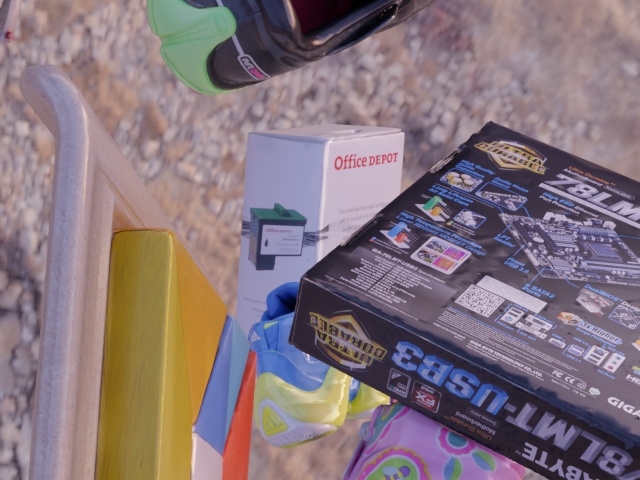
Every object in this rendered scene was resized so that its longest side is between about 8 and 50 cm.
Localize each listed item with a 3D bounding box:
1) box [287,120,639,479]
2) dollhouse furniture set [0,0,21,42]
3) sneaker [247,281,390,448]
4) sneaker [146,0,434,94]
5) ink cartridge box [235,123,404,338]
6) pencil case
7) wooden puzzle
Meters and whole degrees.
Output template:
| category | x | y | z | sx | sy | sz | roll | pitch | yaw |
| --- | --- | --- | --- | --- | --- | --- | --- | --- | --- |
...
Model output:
| category | x | y | z | sx | sy | sz | roll | pitch | yaw |
| --- | --- | --- | --- | --- | --- | --- | --- | --- | --- |
| box | 0.177 | 0.045 | 1.296 | 0.296 | 0.073 | 0.293 | 25 | 36 | 21 |
| dollhouse furniture set | -0.344 | -0.154 | 1.481 | 0.129 | 0.129 | 0.183 | 9 | 95 | -43 |
| sneaker | 0.025 | 0.084 | 1.471 | 0.240 | 0.091 | 0.126 | -14 | 86 | -56 |
| sneaker | 0.053 | -0.272 | 1.703 | 0.483 | 0.202 | 0.185 | -40 | 113 | -39 |
| ink cartridge box | 0.000 | 0.000 | 1.728 | 0.093 | 0.160 | 0.219 | 9 | 100 | 30 |
| pencil case | 0.030 | 0.245 | 1.269 | 0.124 | 0.124 | 0.284 | 31 | 82 | 1 |
| wooden puzzle | -0.053 | 0.088 | 0.583 | 0.044 | 0.221 | 0.238 | -4 | 74 | 6 |
